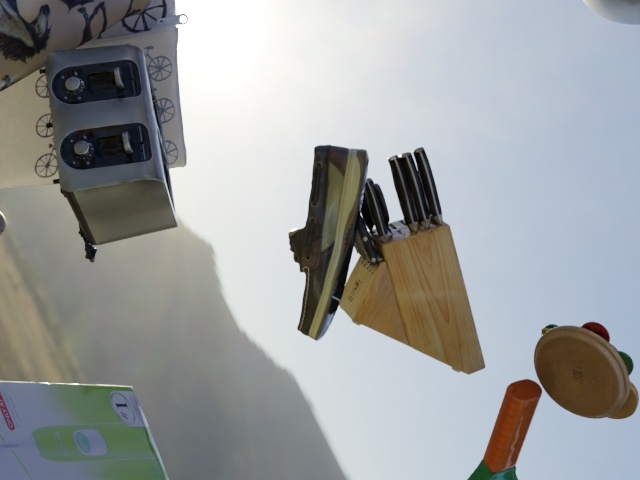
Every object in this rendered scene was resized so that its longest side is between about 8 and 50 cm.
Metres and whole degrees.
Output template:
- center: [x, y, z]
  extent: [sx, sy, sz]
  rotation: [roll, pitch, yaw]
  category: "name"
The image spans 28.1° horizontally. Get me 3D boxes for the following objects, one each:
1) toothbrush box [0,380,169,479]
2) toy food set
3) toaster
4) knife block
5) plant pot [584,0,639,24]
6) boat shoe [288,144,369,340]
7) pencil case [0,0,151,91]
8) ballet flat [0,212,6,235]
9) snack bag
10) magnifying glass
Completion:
- center: [-0.214, 0.219, 0.933]
  extent: [0.206, 0.122, 0.283]
  rotation: [66, 17, 16]
  category: "toothbrush box"
- center: [0.200, 0.098, 0.975]
  extent: [0.083, 0.020, 0.082]
  rotation: [5, -62, 40]
  category: "toy food set"
- center: [-0.223, -0.094, 1.371]
  extent: [0.186, 0.110, 0.168]
  rotation: [88, -8, -67]
  category: "toaster"
- center: [0.139, 0.017, 1.692]
  extent: [0.275, 0.242, 0.088]
  rotation: [26, 7, -18]
  category: "knife block"
- center: [0.306, -0.285, 1.165]
  extent: [0.215, 0.215, 0.230]
  rotation: [62, -6, 8]
  category: "plant pot"
- center: [0.000, -0.001, 1.455]
  extent: [0.080, 0.073, 0.223]
  rotation: [-18, 121, -80]
  category: "boat shoe"
- center: [-0.379, -0.249, 1.389]
  extent: [0.160, 0.410, 0.183]
  rotation: [31, -38, 34]
  category: "pencil case"
- center: [-0.441, 0.082, 1.438]
  extent: [0.106, 0.316, 0.107]
  rotation: [19, 28, -30]
  category: "ballet flat"
- center: [-0.317, -0.238, 1.586]
  extent: [0.037, 0.323, 0.342]
  rotation: [18, 69, -71]
  category: "snack bag"
- center: [0.144, 0.200, 1.061]
  extent: [0.026, 0.092, 0.231]
  rotation: [-124, -150, -41]
  category: "magnifying glass"
